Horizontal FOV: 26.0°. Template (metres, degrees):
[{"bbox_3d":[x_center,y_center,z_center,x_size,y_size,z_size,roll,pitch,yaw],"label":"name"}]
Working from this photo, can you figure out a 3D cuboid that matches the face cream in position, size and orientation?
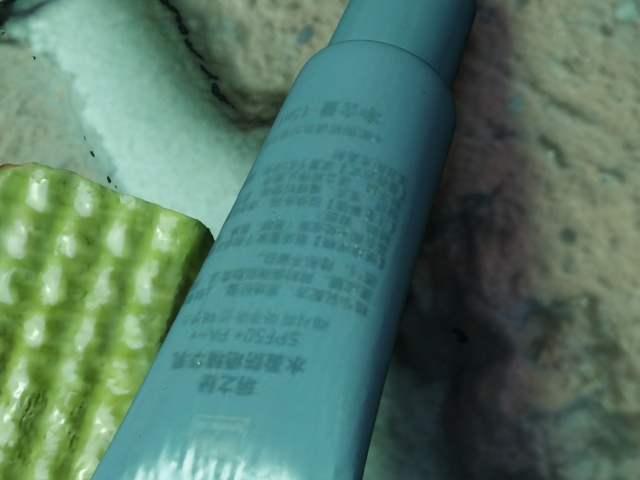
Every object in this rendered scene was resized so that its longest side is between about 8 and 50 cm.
[{"bbox_3d":[0.000,0.000,0.666,0.135,0.086,0.385,0,47,25],"label":"face cream"}]

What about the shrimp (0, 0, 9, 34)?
[{"bbox_3d":[-0.226,-0.160,0.848,0.190,0.075,0.073,-29,35,-10],"label":"shrimp"}]

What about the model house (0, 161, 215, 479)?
[{"bbox_3d":[-0.173,0.064,0.709,0.254,0.160,0.196,10,73,14],"label":"model house"}]
